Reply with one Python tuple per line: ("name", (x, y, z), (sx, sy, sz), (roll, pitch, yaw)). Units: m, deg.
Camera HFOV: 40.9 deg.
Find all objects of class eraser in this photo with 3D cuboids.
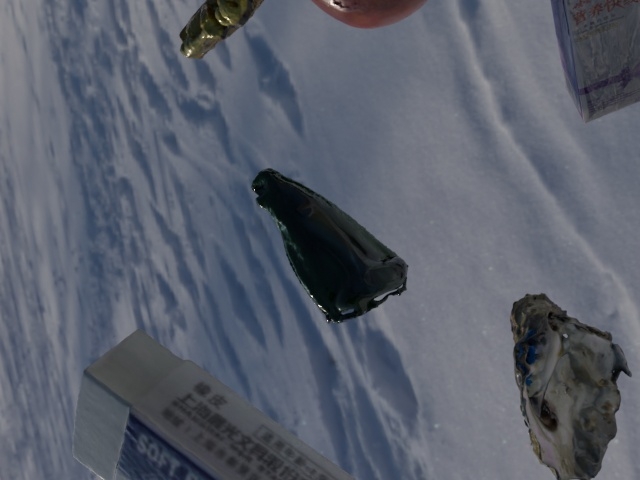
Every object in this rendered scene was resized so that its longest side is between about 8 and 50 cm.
("eraser", (-0.075, 0.202, 0.699), (0.279, 0.081, 0.124), (32, 131, 16))

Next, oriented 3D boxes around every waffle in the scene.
("waffle", (-0.068, -0.338, 1.055), (0.058, 0.281, 0.301), (43, 145, -15))

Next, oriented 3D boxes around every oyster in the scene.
("oyster", (0.328, 0.208, 1.178), (0.083, 0.214, 0.223), (-18, 41, 60))

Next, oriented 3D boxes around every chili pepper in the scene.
("chili pepper", (0.000, 0.002, 0.947), (0.216, 0.108, 0.062), (43, 158, 19))

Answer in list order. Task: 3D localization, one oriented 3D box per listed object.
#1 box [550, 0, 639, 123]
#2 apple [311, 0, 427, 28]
("box", (0.163, -0.125, 0.496), (0.117, 0.050, 0.036), (61, -169, -49))
("apple", (0.069, -0.438, 1.207), (0.206, 0.251, 0.272), (-22, -87, -73))
